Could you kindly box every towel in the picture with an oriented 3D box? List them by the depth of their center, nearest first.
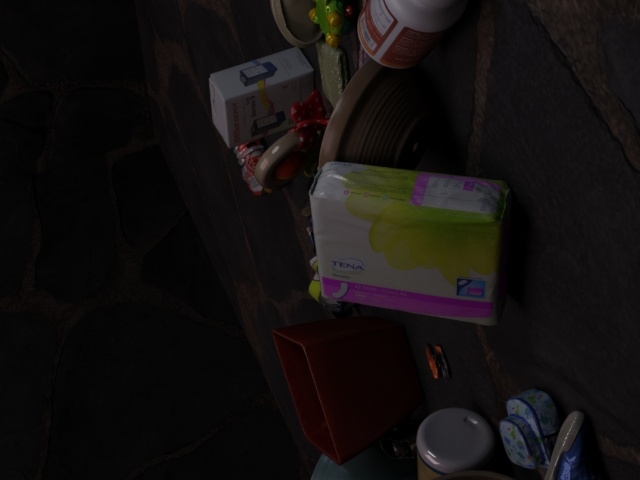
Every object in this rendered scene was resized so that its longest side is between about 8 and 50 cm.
[{"bbox_3d":[0.026,-0.323,1.893,0.110,0.027,0.148,-128,24,-47],"label":"towel"}]

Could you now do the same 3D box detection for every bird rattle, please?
[{"bbox_3d":[-0.047,-0.183,2.023,0.143,0.207,0.253,50,171,8],"label":"bird rattle"}]

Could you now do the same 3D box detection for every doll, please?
[{"bbox_3d":[0.000,0.000,2.337,0.129,0.046,0.189,42,155,43],"label":"doll"}]

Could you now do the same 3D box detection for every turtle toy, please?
[{"bbox_3d":[0.028,-0.413,1.706,0.095,0.066,0.130,60,161,29],"label":"turtle toy"}]

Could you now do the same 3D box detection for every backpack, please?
[{"bbox_3d":[0.329,0.294,1.490,0.105,0.084,0.114,170,84,-72],"label":"backpack"}]

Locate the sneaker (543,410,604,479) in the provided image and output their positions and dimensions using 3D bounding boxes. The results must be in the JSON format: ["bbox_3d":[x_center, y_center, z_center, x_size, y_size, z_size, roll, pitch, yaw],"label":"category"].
[{"bbox_3d":[0.385,0.329,1.411,0.058,0.084,0.152,-37,-37,-81],"label":"sneaker"}]

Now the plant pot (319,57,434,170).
[{"bbox_3d":[0.106,-0.171,1.528,0.110,0.237,0.237,28,146,20],"label":"plant pot"}]

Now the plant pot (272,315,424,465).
[{"bbox_3d":[0.070,0.296,2.096,0.267,0.236,0.267,-173,65,-73],"label":"plant pot"}]

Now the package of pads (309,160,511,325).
[{"bbox_3d":[0.136,0.002,1.456,0.101,0.296,0.229,-67,-22,-45],"label":"package of pads"}]

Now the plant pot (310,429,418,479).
[{"bbox_3d":[0.137,0.573,2.202,0.196,0.293,0.293,21,134,35],"label":"plant pot"}]

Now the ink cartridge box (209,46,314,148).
[{"bbox_3d":[-0.125,-0.308,2.080,0.154,0.212,0.093,92,154,-52],"label":"ink cartridge box"}]

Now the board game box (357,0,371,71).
[{"bbox_3d":[0.087,-0.320,1.611,0.281,0.027,0.145,91,174,-52],"label":"board game box"}]

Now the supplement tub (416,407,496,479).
[{"bbox_3d":[0.253,0.425,1.795,0.144,0.144,0.200,-126,22,-46],"label":"supplement tub"}]

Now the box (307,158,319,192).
[{"bbox_3d":[0.044,-0.089,2.019,0.180,0.077,0.147,119,130,-70],"label":"box"}]

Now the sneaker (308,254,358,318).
[{"bbox_3d":[0.048,0.093,2.217,0.121,0.111,0.300,53,165,21],"label":"sneaker"}]

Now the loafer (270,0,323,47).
[{"bbox_3d":[-0.041,-0.484,1.788,0.092,0.102,0.268,-128,25,-59],"label":"loafer"}]

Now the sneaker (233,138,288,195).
[{"bbox_3d":[-0.168,-0.205,2.587,0.270,0.090,0.145,-158,48,-73],"label":"sneaker"}]

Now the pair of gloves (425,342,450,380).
[{"bbox_3d":[0.232,0.239,1.896,0.083,0.010,0.074,165,87,-72],"label":"pair of gloves"}]

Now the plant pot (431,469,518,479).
[{"bbox_3d":[0.288,0.601,1.677,0.323,0.323,0.280,59,178,37],"label":"plant pot"}]

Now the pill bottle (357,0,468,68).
[{"bbox_3d":[0.134,-0.331,1.338,0.216,0.121,0.121,140,110,-73],"label":"pill bottle"}]

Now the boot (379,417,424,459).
[{"bbox_3d":[0.210,0.448,2.041,0.219,0.106,0.082,-167,59,-72],"label":"boot"}]
